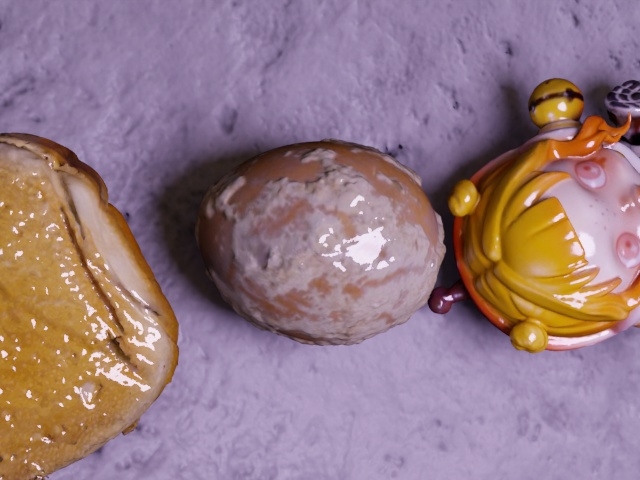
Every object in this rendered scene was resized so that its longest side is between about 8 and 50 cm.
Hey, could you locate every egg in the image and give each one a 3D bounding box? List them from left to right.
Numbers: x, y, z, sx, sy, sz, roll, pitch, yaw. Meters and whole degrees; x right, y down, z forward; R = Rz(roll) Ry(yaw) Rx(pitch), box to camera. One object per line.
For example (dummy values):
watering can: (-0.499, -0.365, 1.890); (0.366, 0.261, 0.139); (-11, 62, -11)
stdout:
egg: (0.000, 0.000, 1.225); (0.245, 0.203, 0.203); (10, 77, -11)

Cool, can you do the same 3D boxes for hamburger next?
hamburger: (-0.296, 0.067, 1.122); (0.284, 0.174, 0.304); (-26, 89, -24)

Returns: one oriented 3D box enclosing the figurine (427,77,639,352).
figurine: (0.275, -0.008, 1.321); (0.323, 0.196, 0.320); (-19, 76, -26)
